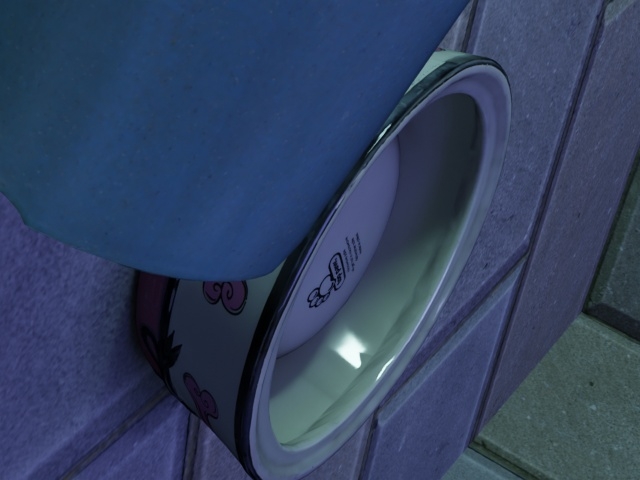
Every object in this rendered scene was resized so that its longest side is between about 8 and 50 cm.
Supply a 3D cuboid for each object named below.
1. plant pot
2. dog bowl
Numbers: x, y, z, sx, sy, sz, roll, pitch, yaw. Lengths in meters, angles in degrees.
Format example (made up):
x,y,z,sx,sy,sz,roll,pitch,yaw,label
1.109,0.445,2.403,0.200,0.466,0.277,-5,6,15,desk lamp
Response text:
x,y,z,sx,sy,sz,roll,pitch,yaw,label
-0.050,-0.184,0.722,0.334,0.341,0.341,-60,161,21,plant pot
0.000,0.000,1.281,0.408,0.150,0.408,-49,157,-29,dog bowl
